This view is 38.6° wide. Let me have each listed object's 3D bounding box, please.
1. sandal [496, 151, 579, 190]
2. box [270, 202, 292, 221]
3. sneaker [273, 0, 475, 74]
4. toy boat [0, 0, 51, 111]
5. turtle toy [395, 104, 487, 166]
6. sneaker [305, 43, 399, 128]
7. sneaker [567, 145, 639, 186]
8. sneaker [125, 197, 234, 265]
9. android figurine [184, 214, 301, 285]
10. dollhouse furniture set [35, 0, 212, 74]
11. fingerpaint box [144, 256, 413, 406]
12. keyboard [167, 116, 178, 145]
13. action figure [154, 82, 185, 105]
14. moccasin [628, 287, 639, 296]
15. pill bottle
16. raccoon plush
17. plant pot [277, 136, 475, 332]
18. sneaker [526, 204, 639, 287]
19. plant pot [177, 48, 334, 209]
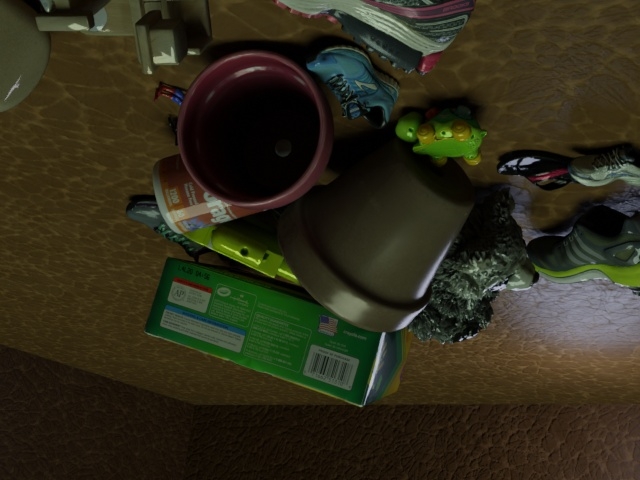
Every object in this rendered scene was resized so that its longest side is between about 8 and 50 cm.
[{"bbox_3d":[0.356,-0.098,1.376,0.179,0.040,0.067,7,160,0],"label":"sandal"},{"bbox_3d":[0.000,0.000,1.587,0.207,0.036,0.114,36,167,36],"label":"box"},{"bbox_3d":[0.022,-0.282,0.910,0.299,0.121,0.112,20,128,-29],"label":"sneaker"},{"bbox_3d":[-0.447,-0.259,1.111,0.151,0.151,0.231,31,175,34],"label":"toy boat"},{"bbox_3d":[0.165,-0.150,1.261,0.130,0.066,0.095,-1,157,21],"label":"turtle toy"},{"bbox_3d":[0.044,-0.194,1.169,0.063,0.073,0.162,-12,153,43],"label":"sneaker"},{"bbox_3d":[0.426,-0.113,1.315,0.135,0.052,0.058,-1,150,0],"label":"sneaker"},{"bbox_3d":[-0.261,-0.015,1.729,0.223,0.098,0.083,10,160,-10],"label":"sneaker"},{"bbox_3d":[-0.143,-0.008,1.609,0.272,0.056,0.248,27,-171,-2],"label":"android figurine"},{"bbox_3d":[-0.230,-0.238,0.713,0.173,0.356,0.303,2,121,11],"label":"dollhouse furniture set"},{"bbox_3d":[-0.062,0.173,1.831,0.444,0.163,0.371,17,179,16],"label":"fingerpaint box"},{"bbox_3d":[-0.183,-0.148,1.429,0.100,0.038,0.192,7,159,1],"label":"keyboard"},{"bbox_3d":[-0.180,-0.195,1.314,0.115,0.030,0.038,12,155,-19],"label":"action figure"},{"bbox_3d":[0.662,0.011,1.460,0.139,0.147,0.380,3,162,-34],"label":"moccasin"},{"bbox_3d":[-0.136,-0.093,1.393,0.216,0.121,0.121,-16,156,9],"label":"pill bottle"},{"bbox_3d":[0.150,0.027,1.584,0.446,0.216,0.299,4,152,9],"label":"raccoon plush"},{"bbox_3d":[0.101,-0.032,1.362,0.263,0.263,0.229,19,126,-31],"label":"plant pot"},{"bbox_3d":[0.459,-0.001,1.540,0.300,0.111,0.121,-2,120,59],"label":"sneaker"},{"bbox_3d":[-0.069,-0.135,1.228,0.201,0.202,0.180,2,175,13],"label":"plant pot"}]
